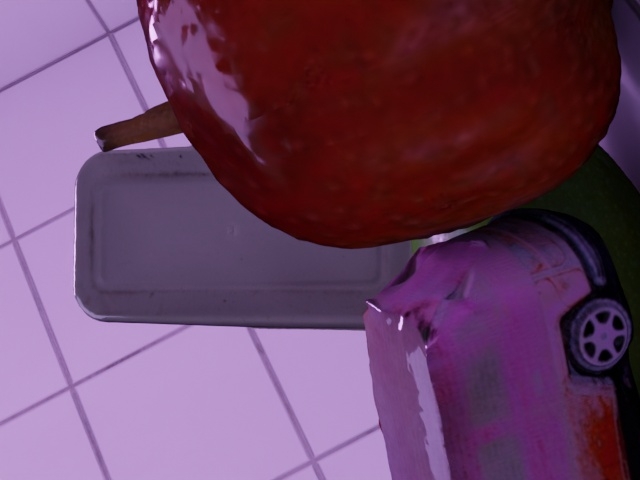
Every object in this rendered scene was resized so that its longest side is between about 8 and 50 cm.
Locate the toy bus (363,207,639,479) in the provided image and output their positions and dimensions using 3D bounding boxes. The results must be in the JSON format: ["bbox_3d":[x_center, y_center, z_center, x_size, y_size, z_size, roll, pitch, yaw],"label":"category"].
[{"bbox_3d":[0.122,0.139,0.811,0.127,0.147,0.302,14,120,64],"label":"toy bus"}]

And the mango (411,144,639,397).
[{"bbox_3d":[0.169,0.048,0.985,0.225,0.201,0.381,-70,-44,-79],"label":"mango"}]

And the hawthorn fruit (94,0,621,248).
[{"bbox_3d":[0.011,-0.120,0.785,0.287,0.330,0.287,-22,-90,-79],"label":"hawthorn fruit"}]

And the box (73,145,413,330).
[{"bbox_3d":[0.000,0.000,1.245,0.344,0.352,0.177,7,-96,-65],"label":"box"}]
